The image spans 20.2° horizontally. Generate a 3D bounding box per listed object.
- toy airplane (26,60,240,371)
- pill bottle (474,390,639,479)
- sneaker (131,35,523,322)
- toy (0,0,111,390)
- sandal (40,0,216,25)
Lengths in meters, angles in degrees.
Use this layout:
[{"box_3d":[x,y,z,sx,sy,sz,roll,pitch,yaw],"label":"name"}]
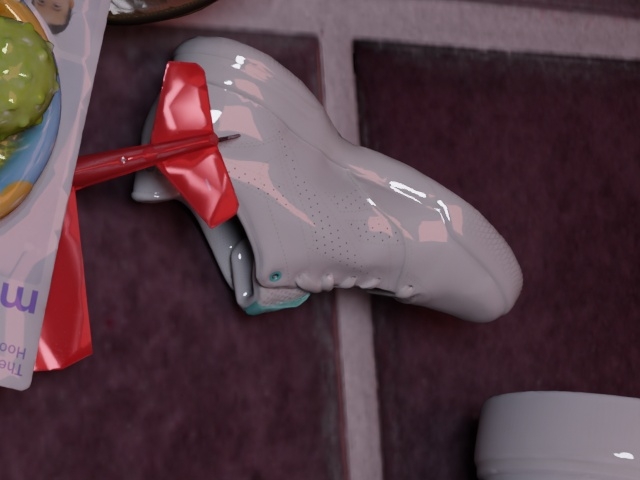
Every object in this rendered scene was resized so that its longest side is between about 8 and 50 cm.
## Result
[{"box_3d":[-0.096,-0.025,0.716,0.151,0.028,0.151,2,84,-22],"label":"toy airplane"},{"box_3d":[0.125,0.221,0.863,0.162,0.162,0.278,23,69,-43],"label":"pill bottle"},{"box_3d":[0.000,0.000,0.820,0.212,0.080,0.094,33,70,-29],"label":"sneaker"},{"box_3d":[-0.141,-0.077,0.658,0.137,0.056,0.237,16,71,-23],"label":"toy"},{"box_3d":[-0.049,-0.150,0.782,0.090,0.060,0.219,49,55,2],"label":"sandal"}]
